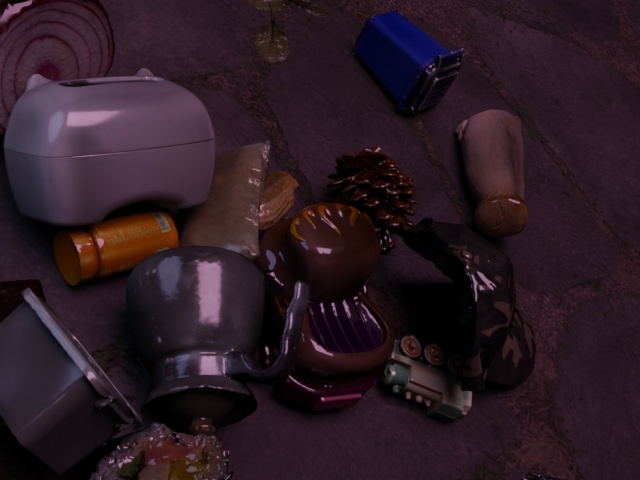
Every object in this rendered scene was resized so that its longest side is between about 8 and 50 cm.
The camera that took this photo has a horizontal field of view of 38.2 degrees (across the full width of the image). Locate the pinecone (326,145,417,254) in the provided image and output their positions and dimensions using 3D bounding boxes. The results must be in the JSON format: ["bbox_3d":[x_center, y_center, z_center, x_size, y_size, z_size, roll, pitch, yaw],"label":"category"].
[{"bbox_3d":[0.110,-0.080,1.869,0.185,0.168,0.212,8,53,-49],"label":"pinecone"}]

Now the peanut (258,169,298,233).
[{"bbox_3d":[-0.104,-0.075,1.797,0.083,0.093,0.194,64,30,-19],"label":"peanut"}]

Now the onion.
[{"bbox_3d":[-0.550,-0.346,1.609,0.260,0.282,0.336,32,59,24],"label":"onion"}]

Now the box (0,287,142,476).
[{"bbox_3d":[-0.377,0.200,1.281,0.135,0.163,0.243,-40,53,-12],"label":"box"}]

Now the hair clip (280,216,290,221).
[{"bbox_3d":[0.000,0.000,1.826,0.173,0.049,0.049,27,45,-12],"label":"hair clip"}]

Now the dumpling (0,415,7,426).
[{"bbox_3d":[-0.528,0.232,1.252,0.166,0.126,0.216,37,44,14],"label":"dumpling"}]

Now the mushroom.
[{"bbox_3d":[0.408,-0.175,2.166,0.154,0.137,0.407,34,36,-21],"label":"mushroom"}]

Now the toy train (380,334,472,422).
[{"bbox_3d":[0.193,0.254,1.716,0.194,0.081,0.125,23,50,-16],"label":"toy train"}]

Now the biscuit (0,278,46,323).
[{"bbox_3d":[-0.531,0.125,1.374,0.252,0.070,0.106,-5,57,-35],"label":"biscuit"}]

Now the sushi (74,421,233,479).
[{"bbox_3d":[-0.212,0.394,1.279,0.238,0.219,0.225,-33,37,-18],"label":"sushi"}]

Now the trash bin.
[{"bbox_3d":[0.211,-0.444,2.234,0.234,0.184,0.162,47,43,18],"label":"trash bin"}]

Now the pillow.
[{"bbox_3d":[-0.179,-0.051,1.680,0.075,0.184,0.302,54,29,-41],"label":"pillow"}]

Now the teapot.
[{"bbox_3d":[-0.154,0.171,1.448,0.305,0.223,0.285,-7,62,3],"label":"teapot"}]

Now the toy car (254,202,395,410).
[{"bbox_3d":[0.010,0.102,1.607,0.271,0.240,0.341,-1,56,-32],"label":"toy car"}]

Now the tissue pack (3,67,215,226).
[{"bbox_3d":[-0.352,-0.165,1.566,0.333,0.236,0.229,-13,19,-40],"label":"tissue pack"}]

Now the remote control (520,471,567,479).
[{"bbox_3d":[0.409,0.597,1.578,0.144,0.062,0.399,17,49,-19],"label":"remote control"}]

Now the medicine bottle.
[{"bbox_3d":[-0.343,0.008,1.567,0.192,0.096,0.096,-16,65,-40],"label":"medicine bottle"}]

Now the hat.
[{"bbox_3d":[0.333,0.113,1.767,0.381,0.257,0.366,5,53,-38],"label":"hat"}]
